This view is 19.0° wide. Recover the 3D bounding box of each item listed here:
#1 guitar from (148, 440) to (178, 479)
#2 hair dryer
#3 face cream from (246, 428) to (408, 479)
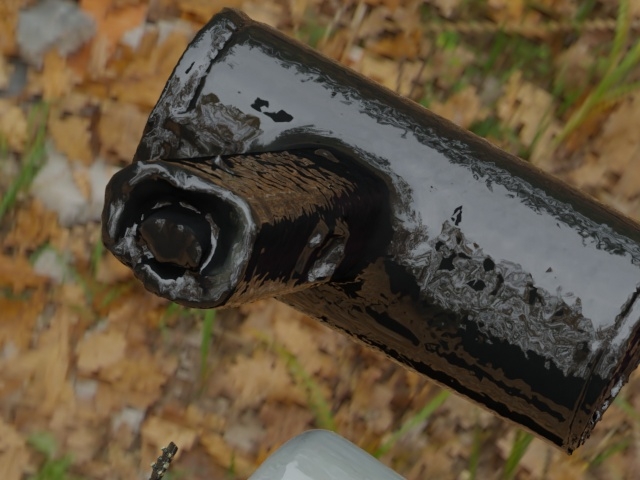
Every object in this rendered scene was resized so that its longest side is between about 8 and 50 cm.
[{"bbox_3d":[-0.204,0.269,1.685,0.025,0.088,0.233,41,87,-25],"label":"guitar"},{"bbox_3d":[0.000,0.000,0.608,0.197,0.251,0.089,30,102,16],"label":"hair dryer"},{"bbox_3d":[0.103,0.168,0.550,0.314,0.089,0.143,31,15,17],"label":"face cream"}]
